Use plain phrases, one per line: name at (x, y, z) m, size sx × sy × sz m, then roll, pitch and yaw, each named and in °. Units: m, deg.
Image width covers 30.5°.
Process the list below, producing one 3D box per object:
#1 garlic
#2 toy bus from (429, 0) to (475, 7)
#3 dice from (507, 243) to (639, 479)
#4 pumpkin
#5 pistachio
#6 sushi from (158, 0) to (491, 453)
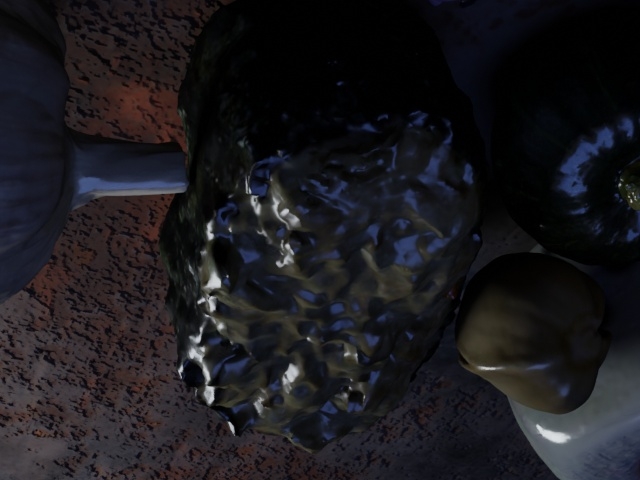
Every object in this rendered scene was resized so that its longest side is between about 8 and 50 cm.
garlic at (-0.182, -0.051, 0.674) m, size 0.212 × 0.219 × 0.218 m, roll 7°, pitch 140°, yaw -30°
toy bus at (0.030, -0.203, 0.591) m, size 0.199 × 0.096 × 0.108 m, roll 25°, pitch 136°, yaw -30°
dice at (0.265, 0.088, 0.913) m, size 0.194 × 0.192 × 0.193 m, roll 29°, pitch 131°, yaw -35°
pumpkin at (0.193, -0.059, 0.772) m, size 0.167 × 0.125 × 0.167 m, roll 4°, pitch 145°, yaw 3°
pistachio at (0.145, 0.062, 0.816) m, size 0.113 × 0.113 × 0.149 m, roll 4°, pitch -177°, yaw -13°
sushi at (0.000, 0.000, 0.781) m, size 0.210 × 0.171 × 0.350 m, roll -1°, pitch 142°, yaw -10°
